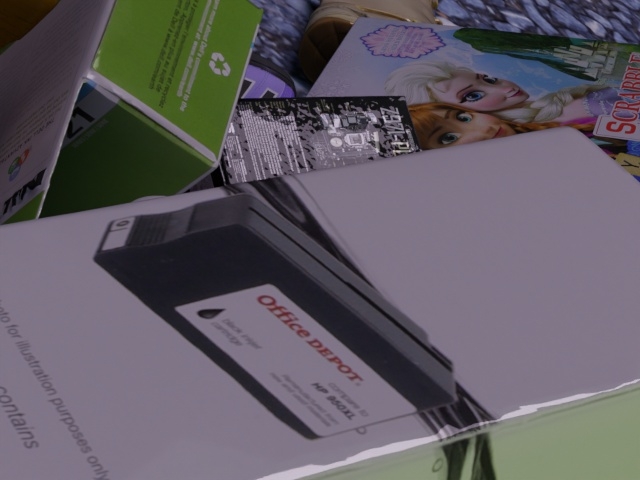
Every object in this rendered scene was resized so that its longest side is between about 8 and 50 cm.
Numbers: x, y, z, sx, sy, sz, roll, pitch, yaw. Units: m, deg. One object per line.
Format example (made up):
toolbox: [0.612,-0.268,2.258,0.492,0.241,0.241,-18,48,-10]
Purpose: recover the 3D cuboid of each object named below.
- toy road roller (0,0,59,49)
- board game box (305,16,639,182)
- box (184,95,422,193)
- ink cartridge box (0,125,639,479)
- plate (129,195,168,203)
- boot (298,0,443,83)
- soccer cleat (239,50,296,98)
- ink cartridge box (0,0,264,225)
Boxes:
toy road roller: [-0.278,-0.152,0.986,0.202,0.241,0.329,28,32,-44]
board game box: [0.139,-0.068,1.362,0.318,0.065,0.318,7,32,14]
box: [0.000,0.000,1.152,0.147,0.077,0.180,-4,61,-23]
ink cartridge box: [-0.041,0.135,0.695,0.395,0.285,0.166,-11,43,-30]
plate: [-0.007,0.079,0.986,0.277,0.278,0.045,32,66,-6]
boot: [0.106,-0.166,1.644,0.262,0.095,0.203,24,29,-10]
soccer cleat: [-0.132,-0.079,1.263,0.318,0.109,0.116,2,64,-49]
ink cartridge box: [-0.147,-0.025,1.001,0.097,0.189,0.255,33,47,-25]
